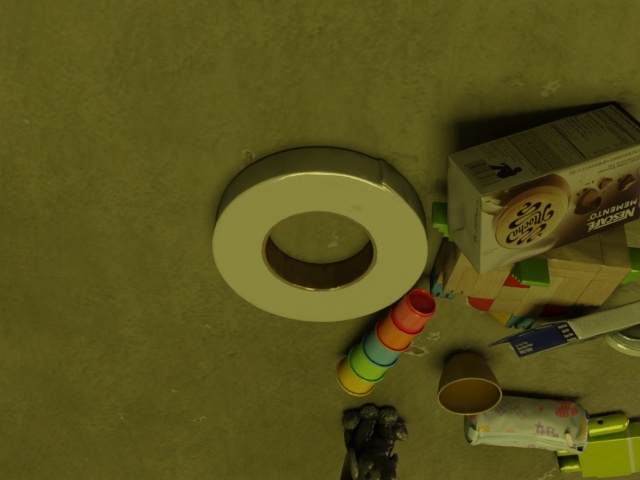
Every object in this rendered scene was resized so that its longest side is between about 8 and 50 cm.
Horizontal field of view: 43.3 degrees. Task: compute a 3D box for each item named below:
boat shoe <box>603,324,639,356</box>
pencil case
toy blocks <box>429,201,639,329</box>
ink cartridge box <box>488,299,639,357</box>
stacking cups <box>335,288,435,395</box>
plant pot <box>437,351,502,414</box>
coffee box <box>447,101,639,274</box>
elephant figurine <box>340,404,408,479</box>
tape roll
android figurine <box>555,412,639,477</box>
[{"bbox_3d":[0.675,0.178,1.611,0.228,0.079,0.081,3,127,-16],"label":"boat shoe"},{"bbox_3d":[0.461,0.417,1.823,0.273,0.124,0.113,7,135,-4],"label":"pencil case"},{"bbox_3d":[0.364,0.063,1.463,0.382,0.190,0.260,6,146,-3],"label":"toy blocks"},{"bbox_3d":[0.464,0.175,1.523,0.224,0.045,0.223,-10,166,-17],"label":"ink cartridge box"},{"bbox_3d":[0.138,0.203,1.623,0.096,0.096,0.316,19,137,-16],"label":"stacking cups"},{"bbox_3d":[0.315,0.296,1.727,0.134,0.095,0.134,1,134,1],"label":"plant pot"},{"bbox_3d":[0.357,-0.083,1.267,0.297,0.118,0.168,-18,134,-10],"label":"coffee box"},{"bbox_3d":[0.116,0.513,1.848,0.170,0.239,0.186,-16,132,17],"label":"elephant figurine"},{"bbox_3d":[0.000,0.000,1.463,0.393,0.072,0.391,1,134,1],"label":"tape roll"},{"bbox_3d":[0.707,0.501,1.944,0.273,0.056,0.248,-13,132,15],"label":"android figurine"}]
